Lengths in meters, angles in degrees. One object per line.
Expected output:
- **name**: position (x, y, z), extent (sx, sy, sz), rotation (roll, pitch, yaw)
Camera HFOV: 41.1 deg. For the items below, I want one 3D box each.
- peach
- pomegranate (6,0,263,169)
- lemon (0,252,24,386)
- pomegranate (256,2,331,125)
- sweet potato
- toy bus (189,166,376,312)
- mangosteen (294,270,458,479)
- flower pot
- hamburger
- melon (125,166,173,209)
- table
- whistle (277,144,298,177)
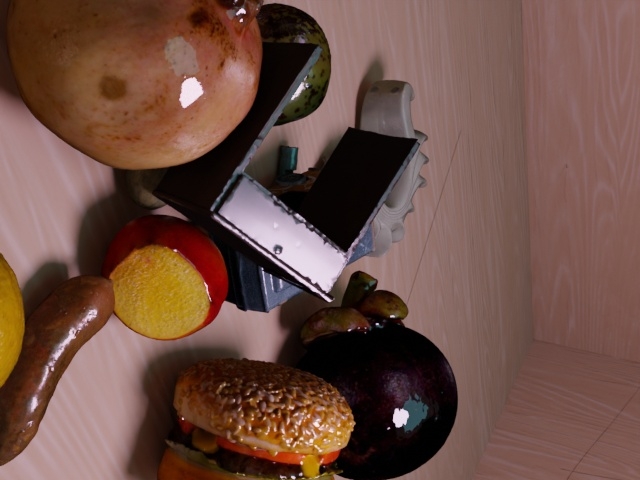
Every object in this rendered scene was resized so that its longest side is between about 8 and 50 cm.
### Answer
- **peach**: position (-0.234, 0.057, 1.286), extent (0.192, 0.190, 0.190), rotation (30, 72, -78)
- **pomegranate**: position (-0.210, -0.251, 1.076), extent (0.338, 0.338, 0.338), rotation (-30, 126, -55)
- **lemon**: position (-0.424, 0.094, 0.940), extent (0.188, 0.188, 0.256), rotation (-7, 110, -61)
- **pomegranate**: position (-0.105, -0.302, 1.411), extent (0.248, 0.214, 0.214), rotation (20, 81, -35)
- **sweet potato**: position (-0.380, 0.163, 1.159), extent (0.291, 0.097, 0.097), rotation (-61, 148, -19)
- **toy bus**: position (-0.061, -0.007, 1.545), extent (0.323, 0.194, 0.161), rotation (-28, 122, -42)
- **mangosteen**: position (0.107, 0.294, 1.829), extent (0.382, 0.382, 0.434), rotation (-18, 107, -59)
- **flower pot**: position (0.134, -0.162, 1.927), extent (0.367, 0.165, 0.254), rotation (-61, 142, -29)
- **hamburger**: position (-0.109, 0.341, 1.479), extent (0.330, 0.330, 0.250), rotation (17, 82, -62)
- **melon**: position (-0.246, -0.110, 1.298), extent (0.098, 0.098, 0.130), rotation (40, 66, -59)
- **table**: position (-0.045, -0.106, 1.258), extent (0.251, 0.196, 0.282), rotation (38, 80, -34)
- **whistle**: position (-0.071, -0.094, 1.696), extent (0.039, 0.039, 0.186), rotation (-5, 104, -61)
